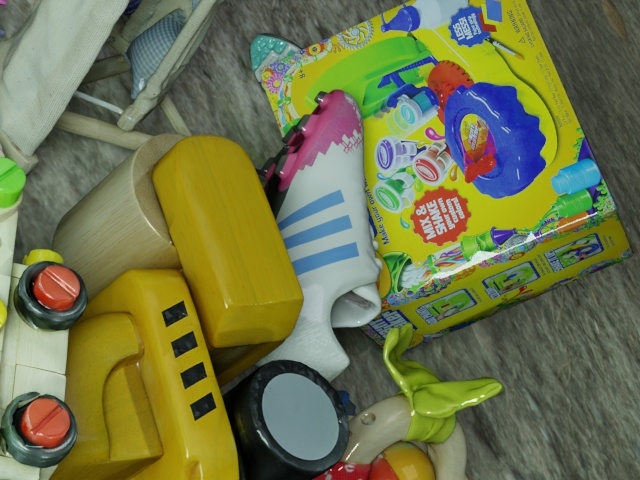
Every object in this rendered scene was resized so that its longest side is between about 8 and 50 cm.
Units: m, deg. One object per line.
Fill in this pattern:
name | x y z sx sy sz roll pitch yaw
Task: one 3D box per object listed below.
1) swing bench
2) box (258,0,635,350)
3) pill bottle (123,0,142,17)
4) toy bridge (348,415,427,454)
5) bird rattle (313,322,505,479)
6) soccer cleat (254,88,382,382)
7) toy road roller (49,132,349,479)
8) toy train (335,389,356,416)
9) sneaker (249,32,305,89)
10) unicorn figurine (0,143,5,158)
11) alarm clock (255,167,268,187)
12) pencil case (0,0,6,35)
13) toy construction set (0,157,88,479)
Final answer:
swing bench | -0.147 -0.199 1.410 0.255 0.253 0.165 -2 50 -47
box | 0.129 -0.078 1.656 0.177 0.279 0.290 43 24 -67
pill bottle | -0.199 -0.299 1.600 0.187 0.112 0.112 37 36 -29
toy bridge | 0.062 0.198 1.558 0.188 0.063 0.026 28 41 -37
bird rattle | 0.054 0.204 1.442 0.253 0.143 0.207 -40 132 -24
soccer cleat | 0.000 0.000 1.477 0.143 0.116 0.331 31 45 -10
toy road roller | -0.151 0.088 1.241 0.240 0.202 0.329 0 64 -42
toy train | -0.020 0.124 1.537 0.158 0.036 0.027 45 33 -20
sneaker | -0.021 -0.186 1.810 0.166 0.065 0.076 33 22 -38
unicorn figurine | -0.305 -0.098 1.319 0.111 0.060 0.162 23 45 -42
alarm clock | -0.077 -0.015 1.558 0.192 0.064 0.129 46 33 -22
pencil case | -0.342 -0.277 1.395 0.104 0.104 0.236 5 57 -52
toy construction set | -0.269 0.071 1.048 0.215 0.151 0.327 14 66 -20
